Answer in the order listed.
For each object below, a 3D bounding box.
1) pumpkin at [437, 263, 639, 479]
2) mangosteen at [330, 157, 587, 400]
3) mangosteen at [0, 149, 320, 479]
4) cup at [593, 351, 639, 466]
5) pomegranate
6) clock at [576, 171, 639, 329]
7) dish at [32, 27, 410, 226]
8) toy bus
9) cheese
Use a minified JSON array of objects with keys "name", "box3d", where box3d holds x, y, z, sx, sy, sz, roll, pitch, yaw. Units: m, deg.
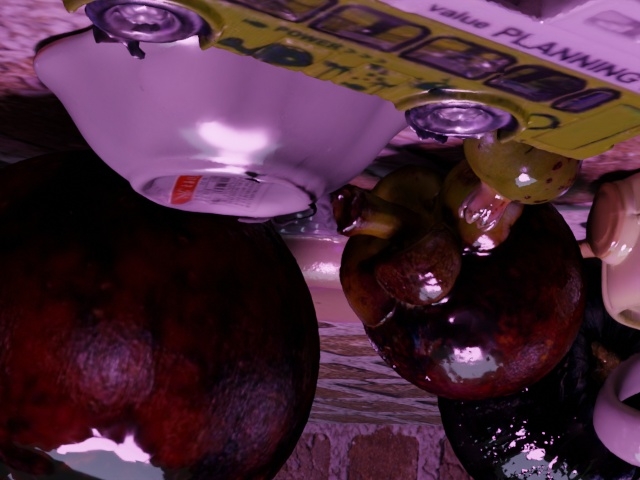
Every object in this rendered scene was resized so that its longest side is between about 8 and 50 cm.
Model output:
[{"name":"pumpkin","box3d":[0.205,0.127,1.312,0.233,0.233,0.163,12,156,-33]},{"name":"mangosteen","box3d":[0.101,0.022,1.017,0.173,0.172,0.184,3,144,7]},{"name":"mangosteen","box3d":[-0.149,0.086,0.995,0.311,0.311,0.311,4,169,1]},{"name":"cup","box3d":[0.368,0.139,1.211,0.301,0.227,0.257,6,-156,-1]},{"name":"pomegranate","box3d":[0.116,-0.045,0.845,0.073,0.084,0.073,8,179,0]},{"name":"clock","box3d":[0.300,0.014,1.049,0.235,0.096,0.308,13,167,-39]},{"name":"dish","box3d":[-0.053,-0.058,0.859,0.229,0.081,0.229,5,169,1]},{"name":"toy bus","box3d":[0.020,-0.113,0.501,0.302,0.113,0.139,13,162,-32]},{"name":"cheese","box3d":[0.000,0.000,1.143,0.163,0.082,0.286,1,165,13]}]
